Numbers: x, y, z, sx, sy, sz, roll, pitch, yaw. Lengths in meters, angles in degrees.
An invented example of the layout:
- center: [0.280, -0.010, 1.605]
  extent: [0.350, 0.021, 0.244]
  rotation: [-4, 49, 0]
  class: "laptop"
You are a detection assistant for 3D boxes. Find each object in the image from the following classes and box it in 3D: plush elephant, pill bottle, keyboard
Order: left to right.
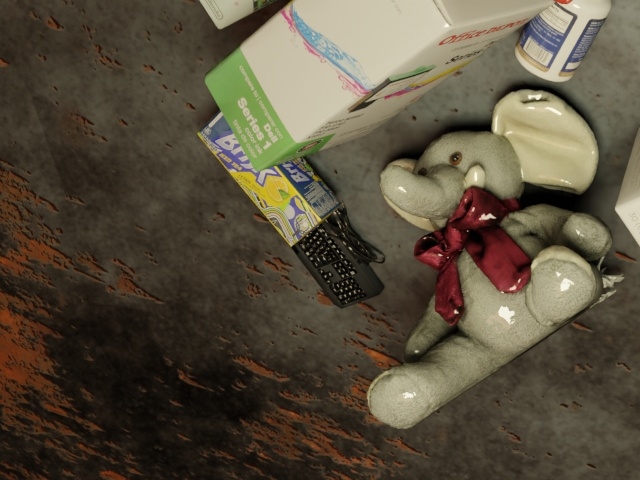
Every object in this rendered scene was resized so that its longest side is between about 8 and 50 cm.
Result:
- center: [0.000, 0.000, 1.610]
  extent: [0.100, 0.038, 0.192]
  rotation: [-26, 111, 33]
  class: "keyboard"
- center: [0.165, -0.009, 1.416]
  extent: [0.272, 0.330, 0.255]
  rotation: [-41, 78, 35]
  class: "plush elephant"
- center: [0.244, -0.221, 1.343]
  extent: [0.067, 0.067, 0.120]
  rotation: [27, 128, 3]
  class: "pill bottle"

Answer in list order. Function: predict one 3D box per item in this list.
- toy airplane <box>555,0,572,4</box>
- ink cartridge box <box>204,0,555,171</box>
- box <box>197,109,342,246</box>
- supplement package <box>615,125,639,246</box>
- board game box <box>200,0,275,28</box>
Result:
- center: [0.268, -0.424, 1.079]
  extent: [0.384, 0.272, 0.386]
  rotation: [-23, 117, 8]
  class: "toy airplane"
- center: [0.057, -0.196, 1.323]
  extent: [0.278, 0.201, 0.117]
  rotation: [-33, 83, 40]
  class: "ink cartridge box"
- center: [-0.058, -0.081, 1.545]
  extent: [0.169, 0.054, 0.059]
  rotation: [50, 126, 2]
  class: "box"
- center: [0.458, -0.062, 1.295]
  extent: [0.293, 0.175, 0.177]
  rotation: [-27, 108, 33]
  class: "supplement package"
- center: [-0.030, -0.373, 1.334]
  extent: [0.303, 0.097, 0.224]
  rotation: [-22, 112, 31]
  class: "board game box"
